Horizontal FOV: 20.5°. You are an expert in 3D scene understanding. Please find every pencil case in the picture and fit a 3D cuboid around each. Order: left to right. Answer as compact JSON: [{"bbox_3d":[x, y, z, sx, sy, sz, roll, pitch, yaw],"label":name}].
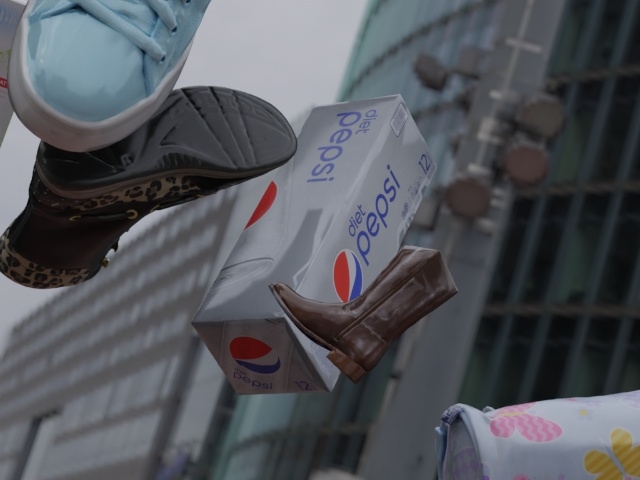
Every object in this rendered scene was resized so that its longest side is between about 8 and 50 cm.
[{"bbox_3d":[0.237,0.187,1.540,0.273,0.113,0.124,-4,5,-13],"label":"pencil case"}]

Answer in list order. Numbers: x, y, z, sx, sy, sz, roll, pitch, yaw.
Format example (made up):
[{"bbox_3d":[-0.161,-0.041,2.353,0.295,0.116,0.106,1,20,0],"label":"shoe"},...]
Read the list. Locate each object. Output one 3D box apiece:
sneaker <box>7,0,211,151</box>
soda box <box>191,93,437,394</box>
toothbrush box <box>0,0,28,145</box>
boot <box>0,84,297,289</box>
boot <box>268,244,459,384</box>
[{"bbox_3d":[-0.118,-0.234,1.328,0.135,0.366,0.150,28,-30,-2],"label":"sneaker"},{"bbox_3d":[0.000,0.000,1.514,0.098,0.286,0.091,-5,-50,33],"label":"soda box"},{"bbox_3d":[-0.405,-0.139,1.723,0.206,0.283,0.122,21,12,-11],"label":"toothbrush box"},{"bbox_3d":[-0.151,-0.042,1.474,0.236,0.085,0.178,-12,-24,-35],"label":"boot"},{"bbox_3d":[0.033,0.034,1.313,0.106,0.114,0.037,44,-3,16],"label":"boot"}]
